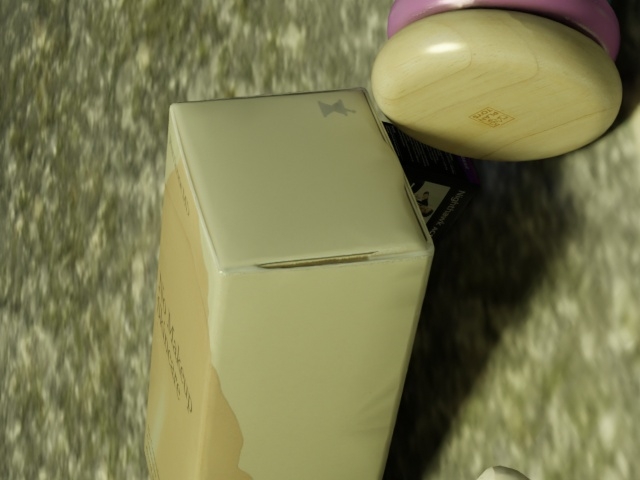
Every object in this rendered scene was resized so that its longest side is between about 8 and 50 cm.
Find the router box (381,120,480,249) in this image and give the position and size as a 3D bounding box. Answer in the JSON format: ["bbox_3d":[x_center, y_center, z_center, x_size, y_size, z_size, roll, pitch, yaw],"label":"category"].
[{"bbox_3d":[0.000,0.000,1.148,0.179,0.133,0.046,-56,35,33],"label":"router box"}]

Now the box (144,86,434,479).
[{"bbox_3d":[-0.029,0.072,1.071,0.148,0.121,0.311,-110,20,-44],"label":"box"}]

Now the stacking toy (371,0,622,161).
[{"bbox_3d":[0.115,-0.219,1.054,0.141,0.141,0.330,-28,49,54],"label":"stacking toy"}]

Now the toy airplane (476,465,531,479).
[{"bbox_3d":[0.014,0.279,0.853,0.386,0.272,0.384,118,171,-52],"label":"toy airplane"}]
